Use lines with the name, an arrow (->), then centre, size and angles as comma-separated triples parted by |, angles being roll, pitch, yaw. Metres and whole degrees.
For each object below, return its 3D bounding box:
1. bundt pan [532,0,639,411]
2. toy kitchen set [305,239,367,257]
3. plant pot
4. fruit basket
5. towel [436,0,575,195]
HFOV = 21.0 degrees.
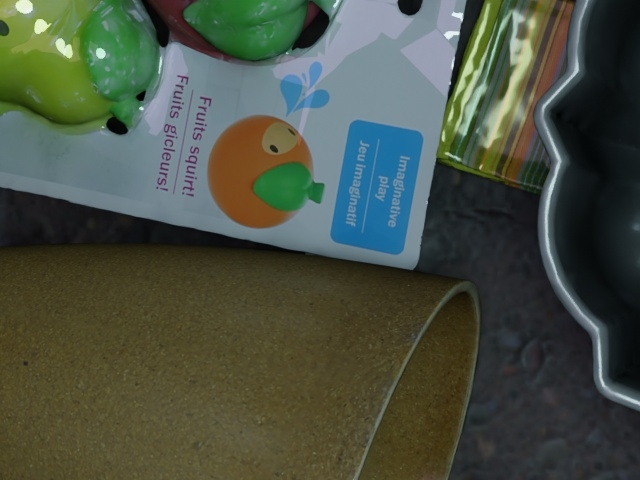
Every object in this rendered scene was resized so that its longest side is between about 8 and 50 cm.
bundt pan -> 0.267, -0.029, 0.788 | 0.331, 0.124, 0.331 | 0, 88, 13
toy kitchen set -> 0.000, 0.000, 0.929 | 0.068, 0.075, 0.083 | -15, 48, 12
plant pot -> -0.080, 0.098, 0.846 | 0.254, 0.237, 0.237 | 17, 96, 15
fruit basket -> -0.094, -0.174, 0.872 | 0.353, 0.165, 0.327 | 13, 95, 21
towel -> 0.182, -0.054, 0.881 | 0.237, 0.021, 0.102 | 18, 97, 14
